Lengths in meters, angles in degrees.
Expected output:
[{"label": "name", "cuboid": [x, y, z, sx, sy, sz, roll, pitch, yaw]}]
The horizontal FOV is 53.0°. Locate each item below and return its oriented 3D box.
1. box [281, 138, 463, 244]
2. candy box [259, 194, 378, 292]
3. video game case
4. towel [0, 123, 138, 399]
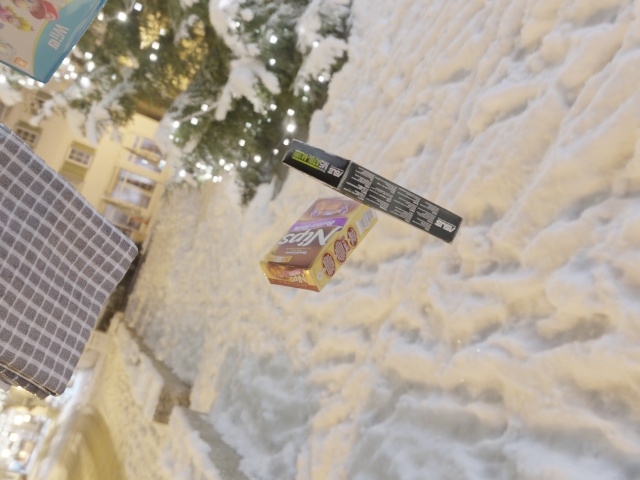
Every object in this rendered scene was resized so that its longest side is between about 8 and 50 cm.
[{"label": "box", "cuboid": [0.064, -0.068, 0.854, 0.045, 0.191, 0.184, -63, 31, 6]}, {"label": "candy box", "cuboid": [0.000, 0.000, 1.048, 0.109, 0.053, 0.186, 6, 44, 39]}, {"label": "video game case", "cuboid": [-0.213, -0.153, 0.350, 0.119, 0.166, 0.015, -20, 53, 49]}, {"label": "towel", "cuboid": [-0.360, 0.028, 0.743, 0.121, 0.283, 0.235, -9, 50, 27]}]
